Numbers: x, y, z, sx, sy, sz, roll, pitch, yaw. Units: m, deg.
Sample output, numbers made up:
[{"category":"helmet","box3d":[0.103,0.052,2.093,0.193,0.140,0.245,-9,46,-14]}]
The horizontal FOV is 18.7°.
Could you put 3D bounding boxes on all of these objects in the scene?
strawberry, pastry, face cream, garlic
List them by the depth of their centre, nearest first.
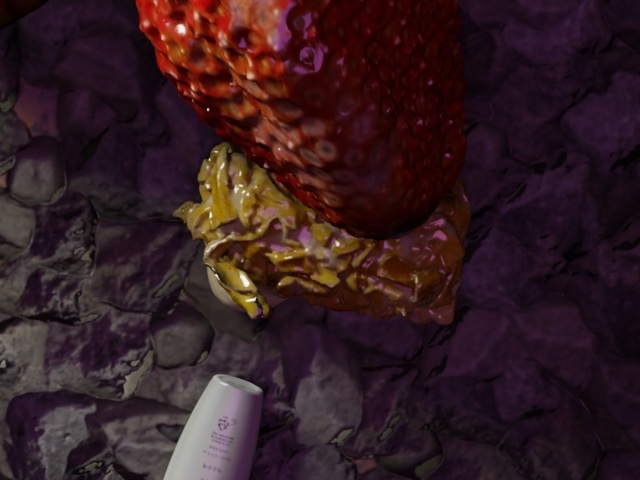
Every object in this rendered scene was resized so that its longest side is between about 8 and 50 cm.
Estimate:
[{"category":"strawberry","box3d":[-0.008,-0.162,1.521,0.267,0.312,0.351,-21,91,22]},{"category":"pastry","box3d":[0.000,0.000,1.643,0.250,0.102,0.154,8,84,-7]},{"category":"garlic","box3d":[-0.069,0.033,1.689,0.053,0.041,0.083,-44,89,1]},{"category":"face cream","box3d":[-0.100,0.209,1.707,0.072,0.051,0.182,18,97,-4]}]

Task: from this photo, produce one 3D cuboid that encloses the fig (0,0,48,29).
[{"category":"fig","box3d":[-0.295,-0.267,1.568,0.235,0.214,0.235,-11,71,36]}]
